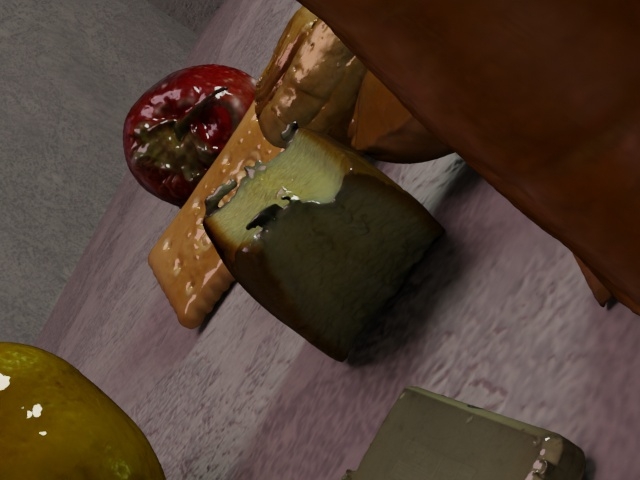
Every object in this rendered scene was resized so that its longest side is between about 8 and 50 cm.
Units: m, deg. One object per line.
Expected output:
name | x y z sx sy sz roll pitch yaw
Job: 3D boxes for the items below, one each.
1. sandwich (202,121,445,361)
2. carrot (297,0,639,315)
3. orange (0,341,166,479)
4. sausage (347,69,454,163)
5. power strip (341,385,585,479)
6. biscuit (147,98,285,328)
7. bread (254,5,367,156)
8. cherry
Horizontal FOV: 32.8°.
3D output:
sandwich | 0.000 0.000 0.720 0.122 0.128 0.236 -50 13 3
carrot | 0.088 -0.108 0.421 0.196 0.254 0.196 -48 21 25
orange | -0.240 0.209 0.801 0.279 0.279 0.235 -46 -9 37
sausage | 0.132 -0.163 0.654 0.354 0.116 0.134 -47 31 44
power strip | 0.058 0.111 0.499 0.076 0.028 0.169 -60 17 -9
biscuit | -0.102 -0.036 1.197 0.250 0.030 0.160 -53 37 12
bread | 0.033 -0.176 0.976 0.236 0.120 0.198 -55 14 12
cherry | -0.145 -0.140 1.364 0.192 0.175 0.250 -42 18 18
